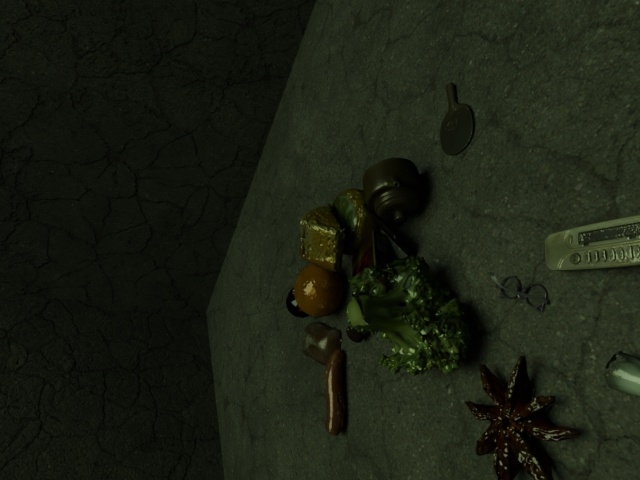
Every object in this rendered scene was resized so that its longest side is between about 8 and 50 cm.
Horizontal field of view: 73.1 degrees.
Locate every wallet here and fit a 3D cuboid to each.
[{"bbox_3d":[0.221,-0.036,1.424,0.025,0.124,0.244,-42,36,8],"label":"wallet"}]

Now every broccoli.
[{"bbox_3d":[0.222,0.204,1.183,0.339,0.317,0.277,-73,6,-55],"label":"broccoli"}]

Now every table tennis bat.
[{"bbox_3d":[0.404,-0.368,1.295,0.131,0.022,0.235,-31,56,58],"label":"table tennis bat"}]

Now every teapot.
[{"bbox_3d":[0.235,-0.133,1.372,0.268,0.185,0.176,70,-167,-62],"label":"teapot"}]

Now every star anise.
[{"bbox_3d":[0.415,0.389,0.925,0.288,0.088,0.289,-32,52,53],"label":"star anise"}]

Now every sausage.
[{"bbox_3d":[0.054,0.556,1.593,0.078,0.078,0.305,-31,54,57],"label":"sausage"}]

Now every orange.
[{"bbox_3d":[-0.008,0.197,1.727,0.219,0.192,0.220,32,126,58],"label":"orange"}]

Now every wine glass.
[{"bbox_3d":[0.563,0.242,0.705,0.155,0.072,0.072,21,99,62],"label":"wine glass"}]

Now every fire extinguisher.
[{"bbox_3d":[0.173,0.233,1.472,0.268,0.072,0.089,-61,36,34],"label":"fire extinguisher"}]

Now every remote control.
[{"bbox_3d":[0.550,0.011,0.831,0.230,0.049,0.090,-18,64,61],"label":"remote control"}]

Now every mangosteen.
[{"bbox_3d":[-0.075,0.273,1.893,0.152,0.152,0.153,-32,53,56],"label":"mangosteen"}]

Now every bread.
[{"bbox_3d":[0.000,0.000,1.590,0.262,0.162,0.205,-115,23,-63],"label":"bread"}]

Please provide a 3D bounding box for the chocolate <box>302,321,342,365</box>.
[{"bbox_3d":[-0.014,0.420,1.768,0.261,0.083,0.161,-5,78,62],"label":"chocolate"}]

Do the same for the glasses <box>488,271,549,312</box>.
[{"bbox_3d":[0.428,0.112,0.977,0.140,0.103,0.063,22,98,60],"label":"glasses"}]

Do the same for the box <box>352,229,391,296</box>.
[{"bbox_3d":[0.167,0.090,1.454,0.159,0.071,0.240,-57,14,30],"label":"box"}]

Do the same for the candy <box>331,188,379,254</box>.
[{"bbox_3d":[0.124,-0.068,1.642,0.259,0.117,0.260,-15,73,61],"label":"candy"}]
